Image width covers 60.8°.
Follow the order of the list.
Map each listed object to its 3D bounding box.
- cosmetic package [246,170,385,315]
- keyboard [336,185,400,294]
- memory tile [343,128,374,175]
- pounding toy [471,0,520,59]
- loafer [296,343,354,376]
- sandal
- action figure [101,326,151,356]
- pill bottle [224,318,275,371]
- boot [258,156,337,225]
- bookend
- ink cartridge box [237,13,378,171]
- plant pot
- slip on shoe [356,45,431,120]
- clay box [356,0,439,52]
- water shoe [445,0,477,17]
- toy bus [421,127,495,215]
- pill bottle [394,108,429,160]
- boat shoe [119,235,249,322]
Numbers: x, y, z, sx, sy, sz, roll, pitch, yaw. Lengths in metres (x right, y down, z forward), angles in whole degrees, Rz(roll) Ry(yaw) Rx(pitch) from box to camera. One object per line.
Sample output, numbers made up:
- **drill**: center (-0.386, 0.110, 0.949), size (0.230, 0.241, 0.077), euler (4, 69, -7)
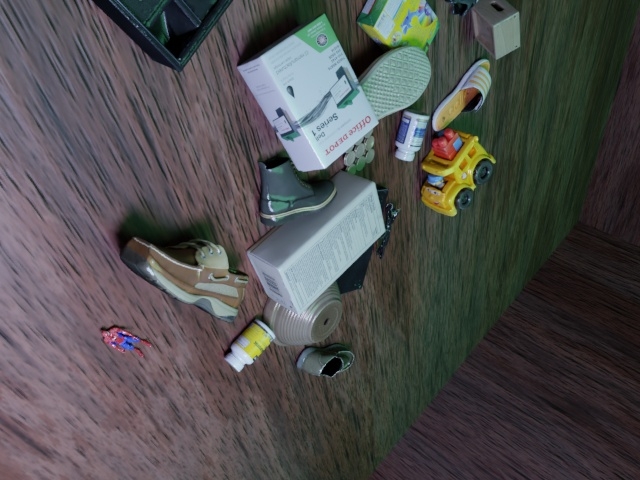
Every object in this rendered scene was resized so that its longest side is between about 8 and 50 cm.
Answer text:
- **cosmetic package**: center (0.000, 0.000, 1.233), size (0.309, 0.113, 0.160), euler (-42, 137, -26)
- **keyboard**: center (0.125, -0.001, 1.486), size (0.202, 0.033, 0.317), euler (-11, 125, -41)
- **memory tile**: center (0.088, -0.226, 1.271), size (0.113, 0.012, 0.148), euler (-42, 143, -30)
- **pounding toy**: center (0.451, -0.571, 1.390), size (0.100, 0.141, 0.130), euler (-28, 145, 4)
- **loafer**: center (0.030, 0.364, 1.592), size (0.251, 0.087, 0.094), euler (10, 107, -55)
- **sandal**: center (0.414, -0.391, 1.519), size (0.265, 0.076, 0.102), euler (-49, 146, -15)
- **action figure**: center (-0.357, 0.184, 0.995), size (0.038, 0.030, 0.115), euler (-50, 144, -5)
- **pill bottle**: center (-0.165, 0.244, 1.262), size (0.116, 0.065, 0.065), euler (-46, 145, -18)
- **boot**: center (-0.042, -0.124, 1.133), size (0.198, 0.077, 0.137), euler (-31, 132, -38)
- **bookend**: center (-0.211, -0.343, 0.732), size (0.157, 0.072, 0.156), euler (-56, 147, -6)
- **ink cartridge box**: center (-0.016, -0.255, 0.966), size (0.160, 0.093, 0.219), euler (-43, 116, -24)
- **plant pot**: center (-0.023, 0.174, 1.357), size (0.237, 0.110, 0.237), euler (-32, 137, -36)
- **slip on shoe**: center (0.102, -0.300, 1.143), size (0.331, 0.101, 0.123), euler (-42, 116, -16)
- **clay box**: center (0.174, -0.463, 1.164), size (0.222, 0.053, 0.127), euler (17, 104, -58)
- **water shoe**: center (0.313, -0.582, 1.239), size (0.203, 0.073, 0.080), euler (22, 99, -56)
- **toy bus**: center (0.362, -0.211, 1.544), size (0.220, 0.149, 0.211), euler (-54, 136, -4)
- **pill bottle**: center (0.228, -0.266, 1.379), size (0.067, 0.067, 0.120), euler (-15, 127, -47)
- **boat shoe**: center (-0.231, 0.051, 0.990), size (0.120, 0.123, 0.324), euler (-60, 156, -9)
